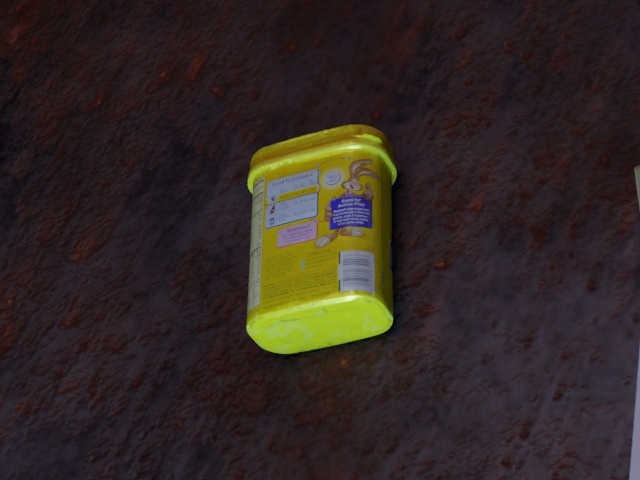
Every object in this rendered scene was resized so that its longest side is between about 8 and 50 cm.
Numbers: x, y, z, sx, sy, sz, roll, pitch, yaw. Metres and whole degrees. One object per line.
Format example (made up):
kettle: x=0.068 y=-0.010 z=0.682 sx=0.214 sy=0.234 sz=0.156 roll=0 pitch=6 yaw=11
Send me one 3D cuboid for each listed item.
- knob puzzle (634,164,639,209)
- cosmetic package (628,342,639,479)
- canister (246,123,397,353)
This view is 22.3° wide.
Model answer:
knob puzzle: x=0.335 y=-0.006 z=1.183 sx=0.213 sy=0.030 sz=0.213 roll=-15 pitch=50 yaw=19
cosmetic package: x=0.254 y=0.194 z=0.907 sx=0.097 sy=0.284 sz=0.377 roll=-5 pitch=54 yaw=25
canister: x=0.000 y=0.000 z=1.334 sx=0.126 sy=0.073 sz=0.170 roll=-13 pitch=53 yaw=20
